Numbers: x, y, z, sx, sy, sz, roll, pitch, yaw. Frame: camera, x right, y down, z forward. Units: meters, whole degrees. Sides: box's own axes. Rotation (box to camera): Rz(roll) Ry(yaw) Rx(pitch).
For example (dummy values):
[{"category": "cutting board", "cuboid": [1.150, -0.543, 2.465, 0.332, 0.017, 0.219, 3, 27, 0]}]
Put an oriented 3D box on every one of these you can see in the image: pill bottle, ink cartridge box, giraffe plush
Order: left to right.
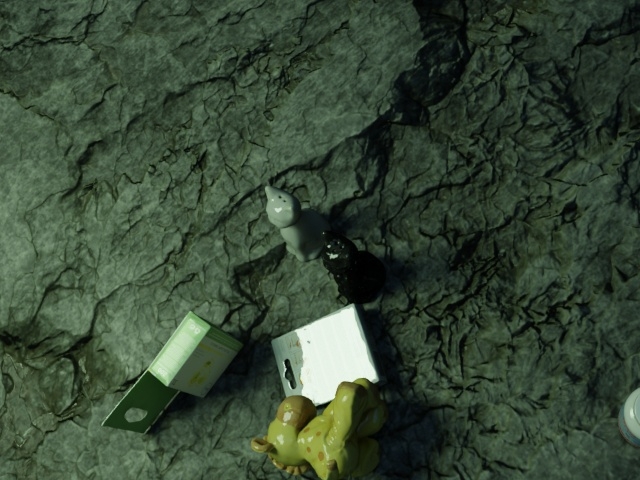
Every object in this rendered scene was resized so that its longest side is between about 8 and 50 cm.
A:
[{"category": "ink cartridge box", "cuboid": [-0.246, 0.242, 1.494, 0.056, 0.171, 0.235, 34, 84, 21]}, {"category": "giraffe plush", "cuboid": [-0.008, 0.316, 1.420, 0.170, 0.181, 0.210, 6, 57, 28]}, {"category": "ink cartridge box", "cuboid": [0.014, 0.209, 1.520, 0.179, 0.045, 0.145, -27, 68, 24]}, {"category": "pill bottle", "cuboid": [0.494, 0.262, 1.306, 0.087, 0.160, 0.087, -4, 71, 13]}]

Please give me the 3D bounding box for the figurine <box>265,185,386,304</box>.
[{"category": "figurine", "cuboid": [0.000, 0.000, 1.488, 0.215, 0.209, 0.092, 39, 85, 22]}]
